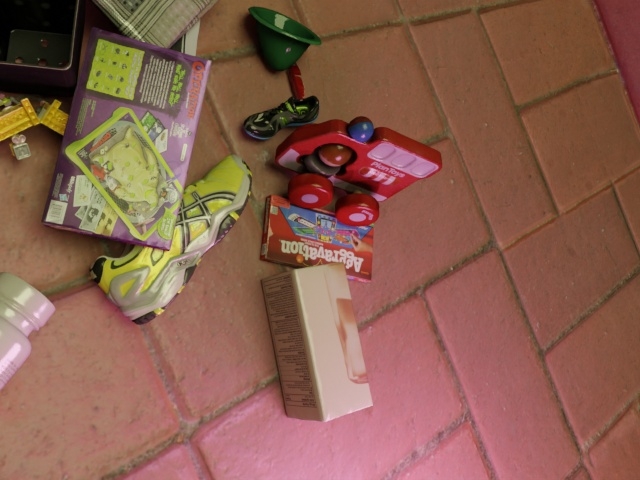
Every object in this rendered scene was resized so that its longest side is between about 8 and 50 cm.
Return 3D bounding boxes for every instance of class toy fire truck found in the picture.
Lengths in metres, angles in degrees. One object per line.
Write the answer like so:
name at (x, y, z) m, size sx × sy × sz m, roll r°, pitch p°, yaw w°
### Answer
toy fire truck at (0.073, -0.173, 1.309) m, size 0.302 × 0.254 × 0.169 m, roll 20°, pitch 58°, yaw -28°

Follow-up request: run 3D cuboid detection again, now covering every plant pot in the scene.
plant pot at (-0.486, -0.338, 1.020) m, size 0.188 × 0.167 × 0.188 m, roll 3°, pitch 77°, yaw -9°

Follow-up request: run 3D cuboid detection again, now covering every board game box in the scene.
board game box at (0.000, 0.000, 1.376) m, size 0.281 × 0.027 × 0.145 m, roll 13°, pitch 73°, yaw -31°
board game box at (-0.323, -0.170, 1.045) m, size 0.208 × 0.056 × 0.346 m, roll 12°, pitch 80°, yaw -10°

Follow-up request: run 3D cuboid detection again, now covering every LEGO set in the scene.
LEGO set at (-0.498, -0.195, 1.063) m, size 0.287 × 0.107 × 0.132 m, roll -15°, pitch 123°, yaw -40°

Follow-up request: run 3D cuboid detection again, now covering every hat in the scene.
hat at (-0.106, -0.405, 1.400) m, size 0.173 × 0.183 × 0.208 m, roll 0°, pitch 37°, yaw -41°

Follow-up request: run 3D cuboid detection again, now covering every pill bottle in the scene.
pill bottle at (-0.519, 0.166, 0.923) m, size 0.131 × 0.131 × 0.229 m, roll 43°, pitch 59°, yaw -19°

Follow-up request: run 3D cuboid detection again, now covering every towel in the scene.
towel at (-0.326, -0.532, 1.124) m, size 0.312 × 0.056 × 0.324 m, roll 47°, pitch 52°, yaw -26°

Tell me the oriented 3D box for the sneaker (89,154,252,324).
sneaker at (-0.263, -0.035, 1.136) m, size 0.147 × 0.145 × 0.384 m, roll 43°, pitch 58°, yaw -19°

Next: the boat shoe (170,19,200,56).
boat shoe at (-0.305, -0.337, 1.197) m, size 0.105 × 0.113 × 0.306 m, roll 13°, pitch 70°, yaw -25°

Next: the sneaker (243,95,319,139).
sneaker at (-0.085, -0.277, 1.336) m, size 0.188 × 0.078 × 0.067 m, roll -22°, pitch 69°, yaw -23°

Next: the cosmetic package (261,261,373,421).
cosmetic package at (-0.010, 0.203, 1.247) m, size 0.129 × 0.153 × 0.296 m, roll -7°, pitch 84°, yaw -34°
